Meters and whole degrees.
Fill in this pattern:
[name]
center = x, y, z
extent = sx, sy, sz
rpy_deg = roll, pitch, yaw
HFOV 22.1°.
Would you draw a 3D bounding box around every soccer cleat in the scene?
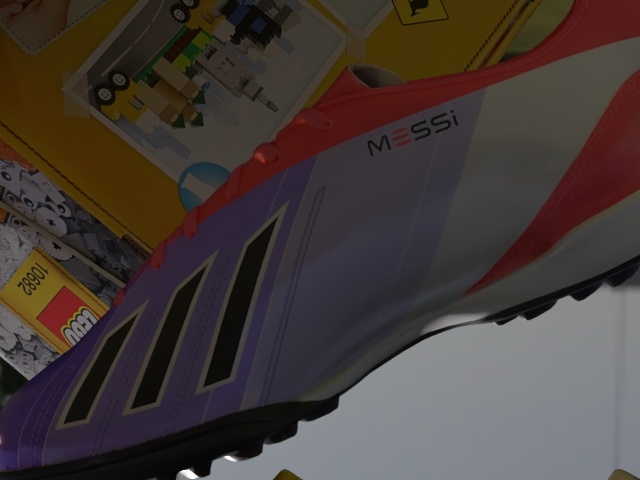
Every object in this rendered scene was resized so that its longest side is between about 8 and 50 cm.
[soccer cleat]
center = 0.000, 0.000, 0.630
extent = 0.318, 0.116, 0.108
rpy_deg = -26, -172, 11

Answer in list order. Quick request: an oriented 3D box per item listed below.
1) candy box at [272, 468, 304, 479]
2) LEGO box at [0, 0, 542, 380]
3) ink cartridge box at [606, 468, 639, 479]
[candy box]
center = -0.068, 0.175, 0.550
extent = 0.027, 0.105, 0.206
rpy_deg = 35, -134, 2
[LEGO box]
center = -0.088, -0.164, 1.097
extent = 0.500, 0.372, 0.193
rpy_deg = -53, -173, -37
[ink cartridge box]
center = 0.268, 0.336, 1.199
extent = 0.131, 0.226, 0.306
rpy_deg = 36, 180, -26
